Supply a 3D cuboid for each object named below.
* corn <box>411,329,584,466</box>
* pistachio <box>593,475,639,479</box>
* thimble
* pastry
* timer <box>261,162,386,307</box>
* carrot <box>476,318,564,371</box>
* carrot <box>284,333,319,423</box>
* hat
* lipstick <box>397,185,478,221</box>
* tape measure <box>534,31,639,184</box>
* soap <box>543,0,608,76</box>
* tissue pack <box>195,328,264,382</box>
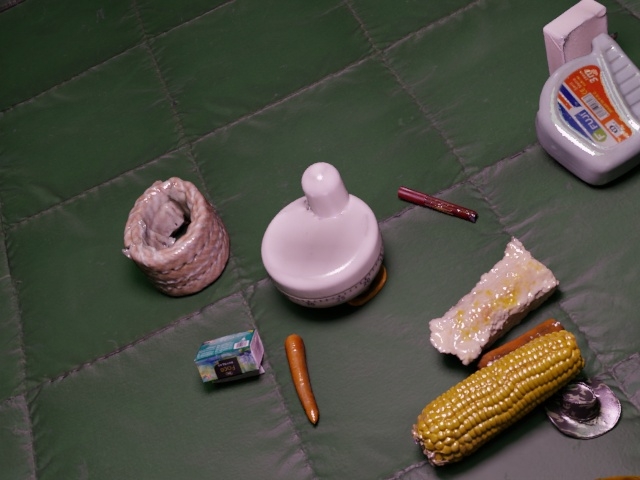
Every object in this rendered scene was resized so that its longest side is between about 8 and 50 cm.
[{"bbox_3d":[0.283,0.247,1.438,0.305,0.106,0.106,-36,48,3],"label":"corn"},{"bbox_3d":[0.433,0.396,1.279,0.189,0.100,0.110,-4,48,17],"label":"pistachio"},{"bbox_3d":[-0.297,-0.010,1.867,0.195,0.148,0.229,-4,53,18],"label":"thimble"},{"bbox_3d":[0.301,0.118,1.565,0.258,0.089,0.121,-44,52,-15],"label":"pastry"},{"bbox_3d":[0.000,0.000,1.677,0.233,0.240,0.234,-10,50,13],"label":"timer"},{"bbox_3d":[0.339,0.187,1.521,0.161,0.055,0.055,-30,48,-11],"label":"carrot"},{"bbox_3d":[-0.032,0.253,1.627,0.037,0.037,0.190,-20,52,5],"label":"carrot"},{"bbox_3d":[0.417,0.256,1.433,0.121,0.050,0.121,-9,50,11],"label":"hat"},{"bbox_3d":[0.234,-0.073,1.789,0.176,0.027,0.027,21,63,32],"label":"lipstick"},{"bbox_3d":[0.536,-0.242,1.721,0.246,0.125,0.243,-32,65,-2],"label":"tape measure"},{"bbox_3d":[0.524,-0.383,1.820,0.121,0.183,0.064,-35,49,-8],"label":"soap"},{"bbox_3d":[-0.164,0.224,1.677,0.111,0.079,0.085,-15,17,9],"label":"tissue pack"}]
